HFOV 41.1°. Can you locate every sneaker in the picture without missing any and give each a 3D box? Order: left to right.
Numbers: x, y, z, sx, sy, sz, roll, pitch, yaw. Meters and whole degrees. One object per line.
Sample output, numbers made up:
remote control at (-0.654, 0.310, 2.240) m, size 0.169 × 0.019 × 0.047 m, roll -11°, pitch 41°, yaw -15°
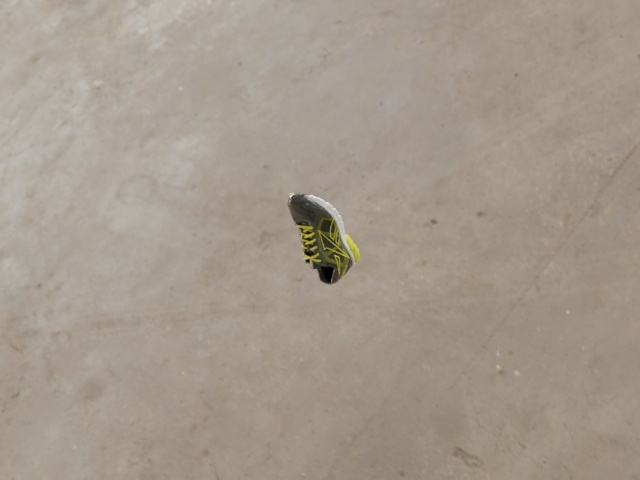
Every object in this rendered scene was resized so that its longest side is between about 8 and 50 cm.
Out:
sneaker at (0.000, 0.000, 0.599) m, size 0.031 × 0.083 × 0.035 m, roll 6°, pitch 56°, yaw 43°
